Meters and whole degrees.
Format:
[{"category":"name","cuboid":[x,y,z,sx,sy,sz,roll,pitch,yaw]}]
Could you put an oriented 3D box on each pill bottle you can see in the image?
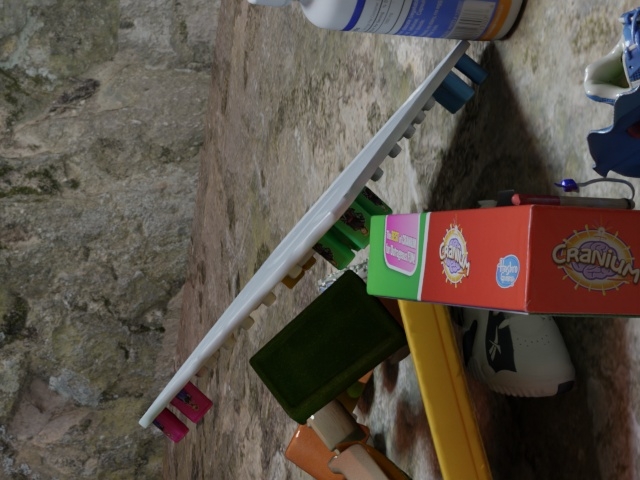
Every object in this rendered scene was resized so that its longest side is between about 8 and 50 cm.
[{"category":"pill bottle","cuboid":[0.063,-0.289,1.449,0.152,0.272,0.152,-177,90,-75]}]

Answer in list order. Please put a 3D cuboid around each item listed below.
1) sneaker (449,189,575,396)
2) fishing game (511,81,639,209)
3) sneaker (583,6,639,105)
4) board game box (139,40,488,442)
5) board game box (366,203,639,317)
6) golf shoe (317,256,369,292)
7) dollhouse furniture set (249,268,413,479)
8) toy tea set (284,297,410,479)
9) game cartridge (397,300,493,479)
[{"category":"sneaker","cuboid":[0.178,0.037,1.317,0.235,0.094,0.153,-97,5,-67]},{"category":"fishing game","cuboid":[0.251,-0.083,0.863,0.264,0.189,0.041,-41,63,35]},{"category":"sneaker","cuboid":[0.266,-0.146,1.030,0.211,0.081,0.080,123,148,-60]},{"category":"board game box","cuboid":[0.000,0.000,1.486,0.390,0.050,0.390,-47,4,37]},{"category":"board game box","cuboid":[0.192,0.016,0.980,0.316,0.242,0.064,179,93,-75]},{"category":"golf shoe","cuboid":[0.054,0.071,1.896,0.176,0.069,0.086,139,111,-74]},{"category":"dollhouse furniture set","cuboid":[0.087,0.210,1.538,0.301,0.151,0.197,51,-179,24]},{"category":"toy tea set","cuboid":[0.062,0.198,1.792,0.200,0.124,0.336,-62,-2,-27]},{"category":"game cartridge","cuboid":[0.117,0.134,1.323,0.323,0.053,0.285,64,-168,-82]}]
